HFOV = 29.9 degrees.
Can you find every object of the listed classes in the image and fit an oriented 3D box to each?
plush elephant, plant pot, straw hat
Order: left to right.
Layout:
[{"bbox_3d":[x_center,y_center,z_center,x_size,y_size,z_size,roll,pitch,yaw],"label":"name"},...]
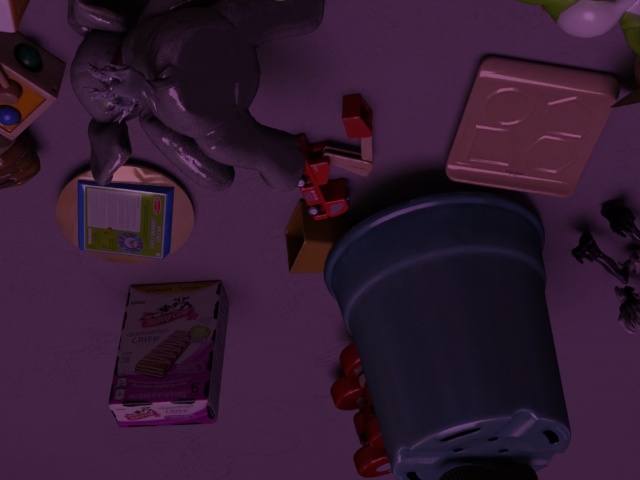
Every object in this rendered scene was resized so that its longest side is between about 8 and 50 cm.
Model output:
[{"bbox_3d":[-0.192,-0.201,1.479,0.330,0.255,0.272,-7,105,-39],"label":"plush elephant"},{"bbox_3d":[0.000,0.000,1.803,0.083,0.081,0.081,8,139,-17],"label":"plant pot"},{"bbox_3d":[0.199,0.163,1.732,0.341,0.334,0.341,-8,148,-5],"label":"plant pot"},{"bbox_3d":[0.431,-0.215,1.532,0.144,0.144,0.061,-12,95,17],"label":"straw hat"}]

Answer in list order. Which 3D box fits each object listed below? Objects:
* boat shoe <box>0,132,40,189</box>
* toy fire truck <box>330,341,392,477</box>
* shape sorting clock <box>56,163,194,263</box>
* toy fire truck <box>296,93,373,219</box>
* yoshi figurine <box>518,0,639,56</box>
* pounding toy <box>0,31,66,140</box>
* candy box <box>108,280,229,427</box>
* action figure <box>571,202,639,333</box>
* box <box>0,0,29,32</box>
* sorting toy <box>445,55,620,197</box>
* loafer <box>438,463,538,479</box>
[{"bbox_3d":[-0.550,-0.086,1.712,0.307,0.111,0.104,-12,135,17],"label":"boat shoe"},{"bbox_3d":[0.168,0.265,2.036,0.254,0.169,0.302,-12,150,-15],"label":"toy fire truck"},{"bbox_3d":[-0.293,-0.040,1.802,0.206,0.040,0.206,1,135,1],"label":"shape sorting clock"},{"bbox_3d":[0.024,-0.112,1.694,0.135,0.047,0.192,-11,138,14],"label":"toy fire truck"},{"bbox_3d":[0.393,-0.287,1.376,0.362,0.203,0.203,13,127,-8],"label":"yoshi figurine"},{"bbox_3d":[-0.416,-0.212,1.568,0.130,0.100,0.141,33,131,-30],"label":"pounding toy"},{"bbox_3d":[-0.237,0.177,1.901,0.159,0.233,0.071,-4,138,7],"label":"candy box"},{"bbox_3d":[0.504,0.065,1.799,0.275,0.141,0.164,33,119,-27],"label":"action figure"},{"bbox_3d":[-0.384,-0.421,1.230,0.168,0.215,0.345,8,140,4],"label":"box"},{"bbox_3d":[0.286,-0.156,1.641,0.193,0.038,0.208,8,134,-6],"label":"sorting toy"},{"bbox_3d":[0.229,0.343,1.654,0.148,0.056,0.050,1,139,-17],"label":"loafer"}]
